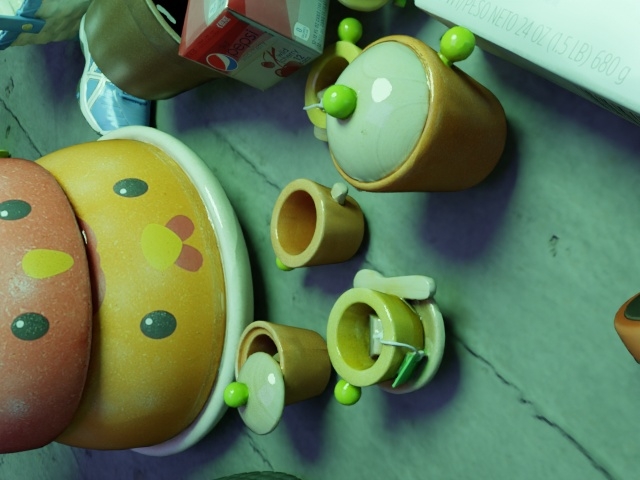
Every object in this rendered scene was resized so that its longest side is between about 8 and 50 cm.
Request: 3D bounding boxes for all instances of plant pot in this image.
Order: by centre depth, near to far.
[{"bbox_3d":[-0.136,-0.217,0.555,0.165,0.167,0.166,-9,82,48],"label":"plant pot"}]

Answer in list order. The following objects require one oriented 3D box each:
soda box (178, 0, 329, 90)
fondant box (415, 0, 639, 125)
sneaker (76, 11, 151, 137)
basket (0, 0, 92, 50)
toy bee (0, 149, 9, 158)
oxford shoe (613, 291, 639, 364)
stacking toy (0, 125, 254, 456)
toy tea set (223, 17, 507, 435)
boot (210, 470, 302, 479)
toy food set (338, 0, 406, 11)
[{"bbox_3d":[-0.039,-0.266,0.470,0.092,0.084,0.263,-13,67,54],"label":"soda box"},{"bbox_3d":[0.227,-0.214,0.271,0.238,0.096,0.330,43,114,35],"label":"fondant box"},{"bbox_3d":[-0.239,-0.206,0.689,0.081,0.080,0.211,-29,70,40],"label":"sneaker"},{"bbox_3d":[-0.403,-0.355,0.693,0.201,0.289,0.254,-26,81,33],"label":"basket"},{"bbox_3d":[-0.627,-0.080,0.973,0.162,0.195,0.298,-148,58,-63],"label":"toy bee"},{"bbox_3d":[0.275,0.029,0.232,0.271,0.097,0.098,-28,90,41],"label":"oxford shoe"},{"bbox_3d":[-0.326,0.065,0.475,0.351,0.480,0.350,4,96,40],"label":"stacking toy"},{"bbox_3d":[0.000,0.000,0.421,0.200,0.124,0.335,24,104,50],"label":"toy tea set"},{"bbox_3d":[-0.015,0.317,0.445,0.338,0.118,0.222,-8,88,45],"label":"boot"},{"bbox_3d":[0.028,-0.235,0.416,0.038,0.192,0.132,-156,78,-76],"label":"toy food set"}]
